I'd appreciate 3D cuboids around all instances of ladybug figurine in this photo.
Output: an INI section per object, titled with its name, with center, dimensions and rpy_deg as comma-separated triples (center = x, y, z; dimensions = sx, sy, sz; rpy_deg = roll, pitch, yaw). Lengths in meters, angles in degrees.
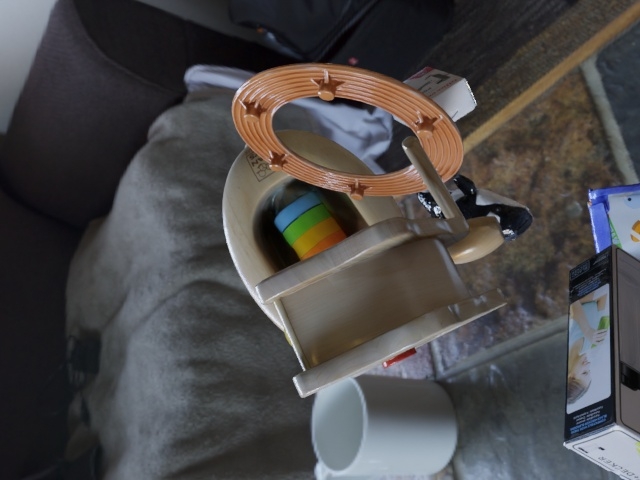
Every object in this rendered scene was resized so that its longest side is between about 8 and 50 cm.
[ladybug figurine]
center = 0.000, 0.000, 1.211
dimensions = 0.305, 0.162, 0.449
rpy_deg = -32, 79, 7

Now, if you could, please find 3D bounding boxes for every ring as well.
[ring]
center = 0.034, -0.136, 0.950
dimensions = 0.336, 0.336, 0.032
rpy_deg = -19, 53, 54

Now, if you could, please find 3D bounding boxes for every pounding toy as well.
[pounding toy]
center = 0.040, 0.020, 0.528
dimensions = 0.154, 0.269, 0.155
rpy_deg = -31, 76, 27

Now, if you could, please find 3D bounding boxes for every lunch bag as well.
[lunch bag]
center = 0.737, 0.037, 1.377
dimensions = 0.239, 0.385, 0.328
rpy_deg = 153, 111, -70

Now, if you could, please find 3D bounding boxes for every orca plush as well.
[orca plush]
center = 0.232, -0.040, 1.171
dimensions = 0.287, 0.151, 0.102
rpy_deg = 30, 75, 42

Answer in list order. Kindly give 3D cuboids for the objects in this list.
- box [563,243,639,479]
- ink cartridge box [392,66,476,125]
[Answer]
[box]
center = 0.420, 0.167, 0.883
dimensions = 0.087, 0.169, 0.290
rpy_deg = -47, 16, 48
[ink cartridge box]
center = 0.182, -0.236, 1.119
dimensions = 0.099, 0.056, 0.135
rpy_deg = -34, 29, -4
